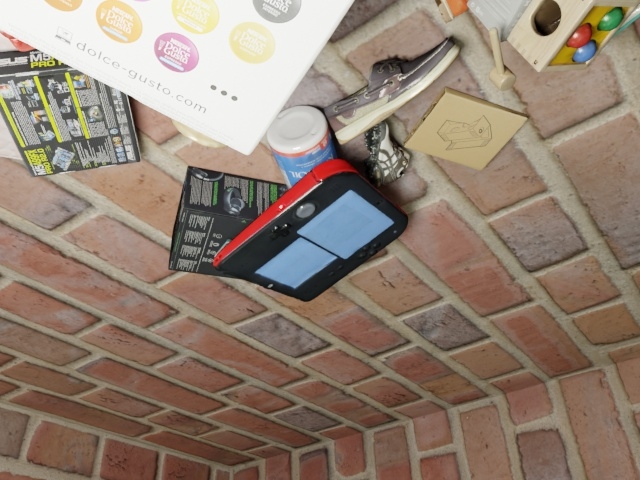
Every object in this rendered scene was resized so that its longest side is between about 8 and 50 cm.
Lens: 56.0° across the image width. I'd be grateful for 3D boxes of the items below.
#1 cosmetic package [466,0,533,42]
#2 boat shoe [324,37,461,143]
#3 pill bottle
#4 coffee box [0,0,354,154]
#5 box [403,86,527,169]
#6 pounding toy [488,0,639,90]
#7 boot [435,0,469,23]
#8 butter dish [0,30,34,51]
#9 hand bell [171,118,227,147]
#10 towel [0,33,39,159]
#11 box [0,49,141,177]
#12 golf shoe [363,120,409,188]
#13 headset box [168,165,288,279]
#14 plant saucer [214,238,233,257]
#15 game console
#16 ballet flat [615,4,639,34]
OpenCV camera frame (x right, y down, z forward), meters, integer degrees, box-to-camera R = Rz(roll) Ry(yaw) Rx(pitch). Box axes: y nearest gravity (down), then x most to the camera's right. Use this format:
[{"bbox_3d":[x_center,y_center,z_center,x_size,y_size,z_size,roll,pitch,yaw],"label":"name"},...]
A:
[{"bbox_3d":[0.337,-0.427,0.893,0.127,0.107,0.238,-17,155,-27],"label":"cosmetic package"},{"bbox_3d":[0.122,-0.286,1.110,0.285,0.103,0.092,-32,102,34],"label":"boat shoe"},{"bbox_3d":[-0.023,-0.160,1.249,0.124,0.124,0.221,-10,144,10],"label":"pill bottle"},{"bbox_3d":[-0.134,-0.384,0.710,0.338,0.338,0.334,25,136,-19],"label":"coffee box"},{"bbox_3d":[0.301,-0.230,1.263,0.201,0.021,0.164,13,141,-20],"label":"box"},{"bbox_3d":[0.345,-0.297,0.914,0.181,0.094,0.206,-14,150,-33],"label":"pounding toy"},{"bbox_3d":[0.210,-0.427,0.958,0.085,0.059,0.158,-23,148,20],"label":"boot"},{"bbox_3d":[-0.453,-0.370,0.907,0.160,0.118,0.159,-14,119,12],"label":"butter dish"},{"bbox_3d":[-0.170,-0.301,1.090,0.126,0.126,0.242,17,127,-25],"label":"hand bell"},{"bbox_3d":[-0.664,-0.284,1.079,0.317,0.053,0.331,7,143,-21],"label":"towel"},{"bbox_3d":[-0.461,-0.234,1.111,0.217,0.060,0.270,-11,150,-13],"label":"box"},{"bbox_3d":[0.142,-0.192,1.272,0.094,0.077,0.198,-13,151,-4],"label":"golf shoe"},{"bbox_3d":[-0.195,-0.027,1.415,0.283,0.131,0.246,9,142,-16],"label":"headset box"},{"bbox_3d":[-0.143,0.040,1.385,0.192,0.018,0.067,19,138,-28],"label":"plant saucer"},{"bbox_3d":[0.000,0.000,1.311,0.342,0.060,0.387,-41,149,12],"label":"game console"},{"bbox_3d":[0.523,-0.443,0.909,0.139,0.139,0.400,26,136,-34],"label":"ballet flat"}]
